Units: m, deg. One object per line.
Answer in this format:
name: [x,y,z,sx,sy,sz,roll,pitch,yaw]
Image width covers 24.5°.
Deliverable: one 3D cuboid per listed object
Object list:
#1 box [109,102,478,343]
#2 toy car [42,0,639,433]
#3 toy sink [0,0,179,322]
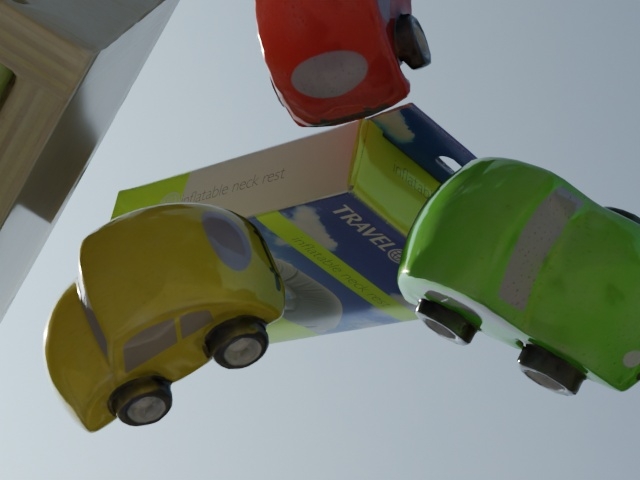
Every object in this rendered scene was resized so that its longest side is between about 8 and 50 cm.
box: [0.000,0.000,0.663,0.178,0.042,0.109,-13,-37,41]
toy car: [0.020,-0.016,0.509,0.225,0.239,0.053,22,-15,37]
toy sink: [-0.175,-0.019,0.492,0.153,0.131,0.234,32,-67,-4]
